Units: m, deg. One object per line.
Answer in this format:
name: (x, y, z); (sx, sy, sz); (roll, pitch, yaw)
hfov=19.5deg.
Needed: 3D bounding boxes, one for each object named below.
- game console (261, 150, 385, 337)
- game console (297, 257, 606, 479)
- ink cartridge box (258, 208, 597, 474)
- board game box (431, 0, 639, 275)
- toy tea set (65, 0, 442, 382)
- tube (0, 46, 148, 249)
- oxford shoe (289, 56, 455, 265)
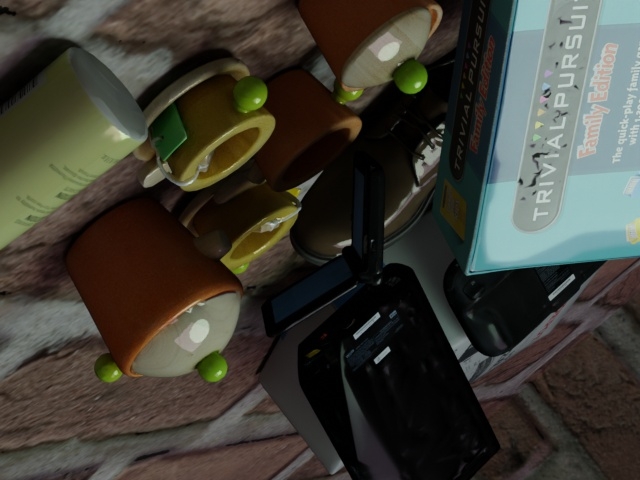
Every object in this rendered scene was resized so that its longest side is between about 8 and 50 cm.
game console: (0.000, 0.000, 1.171); (0.071, 0.107, 0.122); (1, -172, -4)
game console: (0.145, 0.073, 1.643); (0.361, 0.044, 0.213); (-40, 123, -22)
ink cartridge box: (0.116, 0.066, 1.799); (0.307, 0.129, 0.223); (-30, 163, -29)
board game box: (0.255, -0.115, 1.205); (0.336, 0.079, 0.254); (-4, 126, -16)
toy tea set: (-0.031, -0.028, 1.152); (0.200, 0.124, 0.336); (-28, 163, -35)
tube: (-0.196, -0.004, 0.965); (0.240, 0.062, 0.070); (-37, 126, 14)
oxford shoe: (0.062, -0.072, 1.359); (0.227, 0.083, 0.096); (-44, 161, -16)
